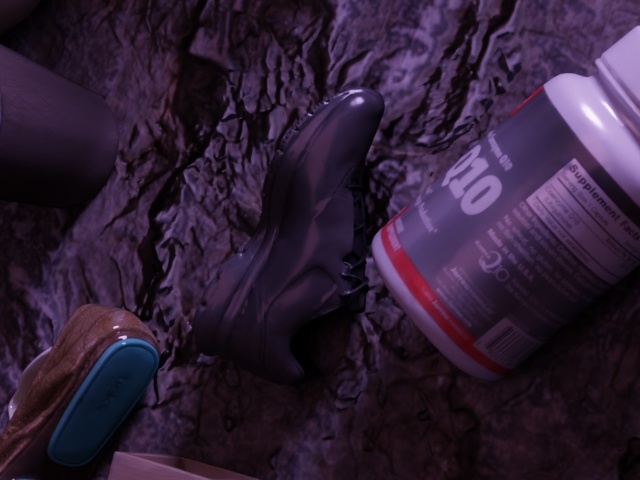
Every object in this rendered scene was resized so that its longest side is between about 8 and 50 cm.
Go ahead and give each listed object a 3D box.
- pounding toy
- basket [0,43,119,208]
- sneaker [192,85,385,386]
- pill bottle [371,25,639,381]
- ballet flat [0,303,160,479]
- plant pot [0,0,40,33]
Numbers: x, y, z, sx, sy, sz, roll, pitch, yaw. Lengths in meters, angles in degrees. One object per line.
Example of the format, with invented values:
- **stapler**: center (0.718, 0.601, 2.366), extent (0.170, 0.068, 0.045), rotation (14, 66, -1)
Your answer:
- **pounding toy**: center (-0.116, 0.254, 1.413), extent (0.141, 0.130, 0.100), rotation (12, 87, 29)
- **basket**: center (-0.310, -0.113, 1.524), extent (0.204, 0.227, 0.154), rotation (39, 100, 26)
- **sneaker**: center (0.000, 0.000, 1.426), extent (0.130, 0.109, 0.286), rotation (30, 102, 19)
- **pill bottle**: center (0.194, -0.031, 1.284), extent (0.283, 0.161, 0.161), rotation (-42, 65, 15)
- **ballet flat**: center (-0.280, 0.204, 1.531), extent (0.124, 0.116, 0.342), rotation (38, 99, 48)
- **plant pot**: center (-0.378, -0.307, 1.604), extent (0.284, 0.191, 0.284), rotation (-11, 67, 29)
